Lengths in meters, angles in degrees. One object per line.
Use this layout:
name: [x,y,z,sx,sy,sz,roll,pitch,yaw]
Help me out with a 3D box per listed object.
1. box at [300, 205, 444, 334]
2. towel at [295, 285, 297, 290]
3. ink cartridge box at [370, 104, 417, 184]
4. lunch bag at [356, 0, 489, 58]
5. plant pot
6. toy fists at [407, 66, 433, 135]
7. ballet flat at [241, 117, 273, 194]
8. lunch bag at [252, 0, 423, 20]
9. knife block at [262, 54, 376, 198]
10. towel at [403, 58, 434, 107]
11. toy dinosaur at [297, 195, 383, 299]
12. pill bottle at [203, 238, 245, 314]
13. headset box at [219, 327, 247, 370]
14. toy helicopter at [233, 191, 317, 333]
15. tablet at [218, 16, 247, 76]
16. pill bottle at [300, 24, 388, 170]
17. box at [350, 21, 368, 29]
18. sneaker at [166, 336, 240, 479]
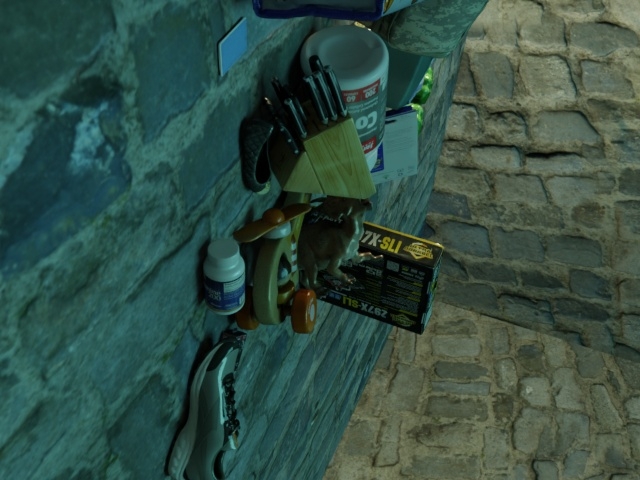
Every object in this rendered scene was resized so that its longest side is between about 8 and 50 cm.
box: [0.109,0.071,1.762,0.257,0.321,0.079,89,24,-50]
towel: [-0.066,0.098,1.761,0.060,0.009,0.083,-57,158,-48]
ink cartridge box: [0.160,-0.247,1.915,0.333,0.165,0.065,76,1,-68]
lunch bag: [0.202,-0.501,1.417,0.213,0.256,0.305,-59,-179,-24]
plant pot: [0.177,-0.437,1.777,0.165,0.165,0.234,-44,151,-64]
toy fists: [0.288,-0.427,2.376,0.142,0.096,0.279,76,30,-83]
ballet flat: [-0.099,-0.132,1.262,0.173,0.049,0.058,87,24,-55]
lunch bag: [0.064,-0.521,1.054,0.328,0.238,0.386,-40,133,-57]
knife block: [0.021,-0.195,1.310,0.275,0.088,0.242,4,133,-36]
towel: [0.294,-0.482,1.929,0.285,0.034,0.209,-59,178,32]
toy dinosaur: [0.000,0.000,1.584,0.200,0.295,0.127,62,15,-9]
pill bottle: [-0.155,0.057,1.227,0.067,0.067,0.120,-59,161,-46]
headset box: [-0.169,0.205,1.425,0.062,0.032,0.083,2,103,-77]
toy helicopter: [-0.073,-0.010,1.437,0.235,0.140,0.355,76,21,-49]
tablet: [-0.124,-0.276,1.081,0.054,0.006,0.083,93,20,-45]
pill bottle: [0.046,-0.253,1.461,0.283,0.161,0.161,86,24,-55]
box: [0.063,-0.346,1.651,0.175,0.051,0.220,-57,159,-49]
sneaker: [-0.181,0.302,1.340,0.100,0.107,0.272,4,101,-74]
